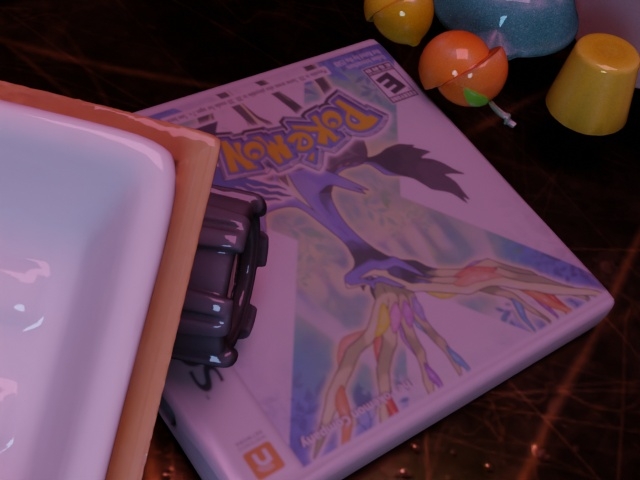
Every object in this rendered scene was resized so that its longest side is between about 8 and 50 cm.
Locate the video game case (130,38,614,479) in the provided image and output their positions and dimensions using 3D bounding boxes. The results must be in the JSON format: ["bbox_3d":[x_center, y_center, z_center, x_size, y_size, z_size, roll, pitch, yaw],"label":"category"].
[{"bbox_3d":[0.000,0.000,0.692,0.329,0.036,0.300,-23,63,-32],"label":"video game case"}]

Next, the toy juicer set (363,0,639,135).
[{"bbox_3d":[0.132,-0.213,0.879,0.209,0.089,0.329,-3,49,-11],"label":"toy juicer set"}]

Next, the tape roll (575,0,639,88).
[{"bbox_3d":[0.324,-0.316,0.827,0.072,0.392,0.392,3,52,-16],"label":"tape roll"}]

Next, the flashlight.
[{"bbox_3d":[-0.186,-0.004,0.568,0.304,0.103,0.103,11,89,7],"label":"flashlight"}]

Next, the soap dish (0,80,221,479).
[{"bbox_3d":[-0.186,0.070,0.439,0.228,0.118,0.291,13,86,-2],"label":"soap dish"}]
